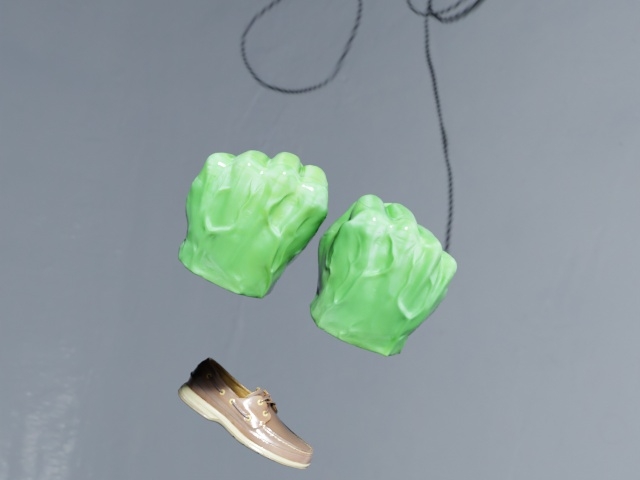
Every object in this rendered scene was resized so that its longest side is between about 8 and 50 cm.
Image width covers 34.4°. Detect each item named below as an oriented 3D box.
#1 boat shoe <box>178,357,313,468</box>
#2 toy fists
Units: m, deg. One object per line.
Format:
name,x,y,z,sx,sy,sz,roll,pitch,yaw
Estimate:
boat shoe,-0.081,0.202,1.211,0.178,0.064,0.060,32,94,9
toy fists,0.000,0.000,1.041,0.142,0.279,0.096,-62,7,28
